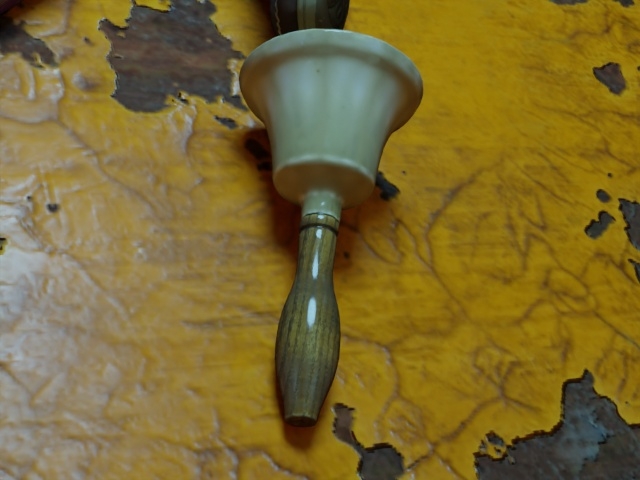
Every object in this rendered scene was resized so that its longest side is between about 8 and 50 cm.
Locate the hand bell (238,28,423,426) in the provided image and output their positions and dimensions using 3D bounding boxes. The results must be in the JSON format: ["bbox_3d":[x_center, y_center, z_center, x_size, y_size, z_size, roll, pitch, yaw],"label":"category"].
[{"bbox_3d":[0.000,0.000,0.720,0.126,0.126,0.242,15,60,-19],"label":"hand bell"}]

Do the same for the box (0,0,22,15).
[{"bbox_3d":[-0.318,-0.256,0.751,0.293,0.057,0.201,39,45,-2],"label":"box"}]

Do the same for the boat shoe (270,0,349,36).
[{"bbox_3d":[-0.044,-0.281,0.920,0.123,0.123,0.342,-5,57,3],"label":"boat shoe"}]
